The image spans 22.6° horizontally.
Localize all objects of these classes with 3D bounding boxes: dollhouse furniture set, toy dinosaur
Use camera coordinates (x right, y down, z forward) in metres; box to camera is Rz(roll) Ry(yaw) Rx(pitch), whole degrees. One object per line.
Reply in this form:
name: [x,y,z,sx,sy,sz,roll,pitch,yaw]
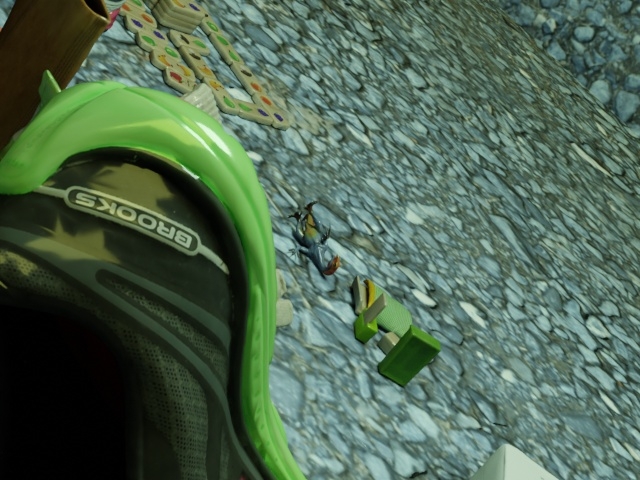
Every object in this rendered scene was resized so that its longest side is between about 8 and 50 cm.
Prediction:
dollhouse furniture set: [0.080,0.078,1.639,0.076,0.058,0.152,32,24,-20]
toy dinosaur: [0.000,0.000,1.689,0.082,0.047,0.090,65,17,10]

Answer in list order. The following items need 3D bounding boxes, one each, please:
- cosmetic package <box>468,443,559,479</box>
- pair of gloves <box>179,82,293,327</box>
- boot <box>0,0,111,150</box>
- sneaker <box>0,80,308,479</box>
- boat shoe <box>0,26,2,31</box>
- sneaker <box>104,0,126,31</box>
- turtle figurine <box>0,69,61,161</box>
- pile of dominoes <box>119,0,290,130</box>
cosmetic package: [0.135,0.284,1.176,0.151,0.184,0.151,37,23,-8]
pair of gloves: [-0.103,-0.005,1.344,0.204,0.042,0.240,-34,110,-61]
boot: [-0.216,-0.047,1.108,0.096,0.280,0.264,29,25,-27]
sneaker: [-0.102,0.154,0.883,0.202,0.185,0.483,-39,124,-39]
boat shoe: [-0.352,-0.208,1.504,0.137,0.049,0.043,24,24,-40]
sneaker: [-0.317,-0.323,1.691,0.299,0.112,0.121,13,35,-47]
turtle figurine: [-0.270,-0.021,0.947,0.275,0.266,0.198,59,-3,1]
pile of dominoes: [-0.150,-0.243,1.902,0.196,0.040,0.251,11,35,-50]
